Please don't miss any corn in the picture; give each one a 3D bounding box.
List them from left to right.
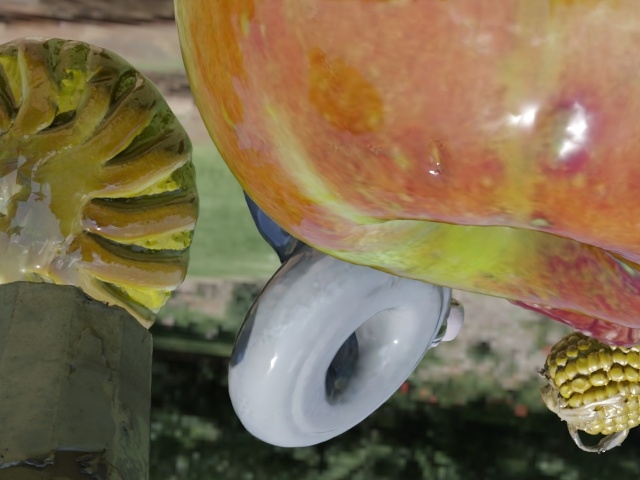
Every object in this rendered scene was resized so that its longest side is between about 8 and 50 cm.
[{"bbox_3d":[0.321,0.078,1.331,0.293,0.106,0.106,-26,166,12],"label":"corn"}]

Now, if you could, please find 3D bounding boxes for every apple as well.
[{"bbox_3d":[0.107,-0.126,0.721,0.339,0.339,0.339,6,174,1],"label":"apple"}]

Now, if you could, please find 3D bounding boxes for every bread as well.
[{"bbox_3d":[-0.271,-0.044,1.626,0.333,0.333,0.160,4,-177,14],"label":"bread"}]

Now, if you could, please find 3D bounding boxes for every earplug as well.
[{"bbox_3d":[0.011,0.001,1.257,0.175,0.325,0.214,6,179,33],"label":"earplug"}]

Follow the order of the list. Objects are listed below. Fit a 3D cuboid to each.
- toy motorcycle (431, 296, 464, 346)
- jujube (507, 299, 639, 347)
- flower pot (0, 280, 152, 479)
[{"bbox_3d":[0.089,0.096,1.872,0.112,0.112,0.254,1,-179,40],"label":"toy motorcycle"},{"bbox_3d":[0.147,-0.035,1.064,0.236,0.168,0.168,45,162,-14],"label":"jujube"},{"bbox_3d":[-0.188,0.143,1.078,0.212,0.202,0.212,6,148,4],"label":"flower pot"}]
